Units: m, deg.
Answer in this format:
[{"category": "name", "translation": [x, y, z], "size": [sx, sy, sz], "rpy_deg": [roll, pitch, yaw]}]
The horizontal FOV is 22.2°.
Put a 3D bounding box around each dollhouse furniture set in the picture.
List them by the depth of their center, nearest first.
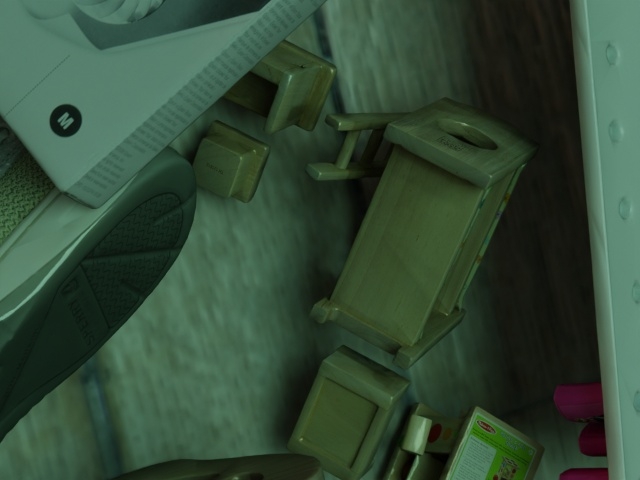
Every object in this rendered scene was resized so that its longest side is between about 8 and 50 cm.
[{"category": "dollhouse furniture set", "translation": [0.000, 0.000, 0.862], "size": [0.101, 0.161, 0.182], "rpy_deg": [-30, 146, -64]}]

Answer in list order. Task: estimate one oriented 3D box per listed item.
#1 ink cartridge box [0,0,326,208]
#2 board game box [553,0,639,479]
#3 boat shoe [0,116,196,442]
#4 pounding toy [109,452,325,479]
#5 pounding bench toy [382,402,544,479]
[{"category": "ink cartridge box", "translation": [-0.088, -0.167, 0.708], "size": [0.224, 0.045, 0.223], "rpy_deg": [-42, 75, 2]}, {"category": "board game box", "translation": [0.248, -0.063, 0.939], "size": [0.390, 0.050, 0.390], "rpy_deg": [-5, 91, -47]}, {"category": "boat shoe", "translation": [-0.194, 0.052, 0.721], "size": [0.103, 0.118, 0.320], "rpy_deg": [36, 68, 22]}, {"category": "pounding toy", "translation": [-0.064, 0.190, 0.752], "size": [0.269, 0.154, 0.155], "rpy_deg": [-17, 96, -28]}, {"category": "pounding bench toy", "translation": [0.063, 0.115, 0.877], "size": [0.083, 0.065, 0.052], "rpy_deg": [32, 72, -26]}]
